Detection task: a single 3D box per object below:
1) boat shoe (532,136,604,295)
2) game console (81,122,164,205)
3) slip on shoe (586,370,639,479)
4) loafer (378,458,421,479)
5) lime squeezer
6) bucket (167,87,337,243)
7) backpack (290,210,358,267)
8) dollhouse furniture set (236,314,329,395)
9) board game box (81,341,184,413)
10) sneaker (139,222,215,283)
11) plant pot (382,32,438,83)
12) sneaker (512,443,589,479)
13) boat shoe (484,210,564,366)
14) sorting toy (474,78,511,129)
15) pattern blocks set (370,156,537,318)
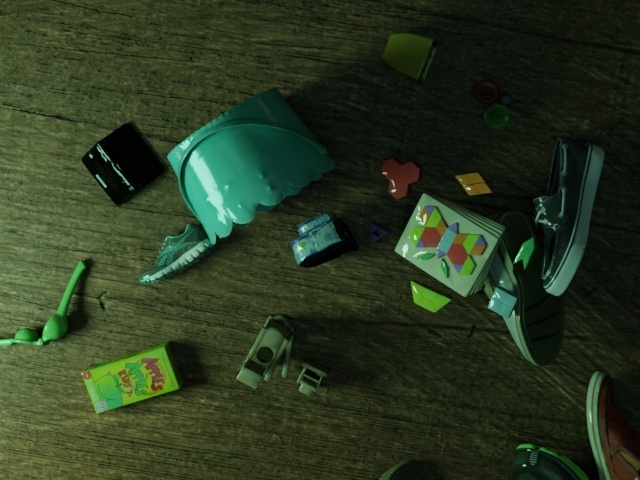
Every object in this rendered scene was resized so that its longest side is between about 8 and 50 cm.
[{"bbox_3d":[0.440,-0.050,1.661,0.102,0.108,0.301,17,80,-2],"label":"boat shoe"},{"bbox_3d":[-0.390,-0.149,1.772,0.107,0.071,0.122,-34,96,38],"label":"game console"},{"bbox_3d":[0.583,0.412,1.722,0.101,0.123,0.331,-16,79,27],"label":"slip on shoe"},{"bbox_3d":[0.141,0.497,1.825,0.148,0.050,0.056,-39,98,-8],"label":"loafer"},{"bbox_3d":[-0.582,0.168,1.810,0.310,0.059,0.110,-32,96,8],"label":"lime squeezer"},{"bbox_3d":[-0.131,-0.138,1.638,0.281,0.281,0.183,-33,93,7],"label":"bucket"},{"bbox_3d":[0.000,0.000,1.730,0.114,0.105,0.084,-29,74,8],"label":"backpack"},{"bbox_3d":[-0.055,0.233,1.726,0.161,0.182,0.101,27,99,-1],"label":"dollhouse furniture set"},{"bbox_3d":[-0.380,0.278,1.822,0.181,0.043,0.092,-18,97,6],"label":"board game box"},{"bbox_3d":[-0.292,0.026,1.777,0.166,0.065,0.076,-31,80,4],"label":"sneaker"},{"bbox_3d":[0.164,-0.348,1.679,0.083,0.081,0.081,23,100,12],"label":"plant pot"},{"bbox_3d":[0.440,0.631,1.733,0.185,0.202,0.482,-1,100,45],"label":"sneaker"},{"bbox_3d":[0.378,0.091,1.719,0.113,0.103,0.302,-17,94,-27],"label":"boat shoe"},{"bbox_3d":[0.332,-0.264,1.704,0.061,0.042,0.102,-19,110,21],"label":"sorting toy"},{"bbox_3d":[0.239,0.002,1.684,0.325,0.026,0.285,18,109,25],"label":"pattern blocks set"}]
